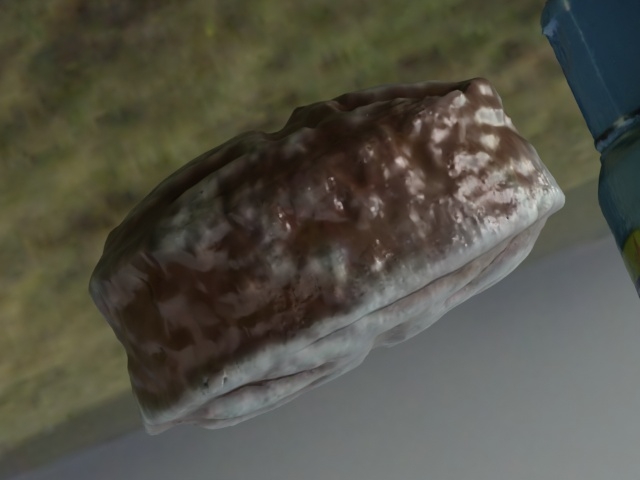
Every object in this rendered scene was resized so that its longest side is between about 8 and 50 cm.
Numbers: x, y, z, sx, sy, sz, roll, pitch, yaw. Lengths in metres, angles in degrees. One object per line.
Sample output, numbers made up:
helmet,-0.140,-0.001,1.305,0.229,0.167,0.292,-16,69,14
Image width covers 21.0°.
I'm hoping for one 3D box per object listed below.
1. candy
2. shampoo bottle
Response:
candy,0.000,0.000,1.036,0.289,0.157,0.214,-28,-179,-14
shampoo bottle,0.147,0.022,0.596,0.061,0.258,0.104,-20,165,-6
